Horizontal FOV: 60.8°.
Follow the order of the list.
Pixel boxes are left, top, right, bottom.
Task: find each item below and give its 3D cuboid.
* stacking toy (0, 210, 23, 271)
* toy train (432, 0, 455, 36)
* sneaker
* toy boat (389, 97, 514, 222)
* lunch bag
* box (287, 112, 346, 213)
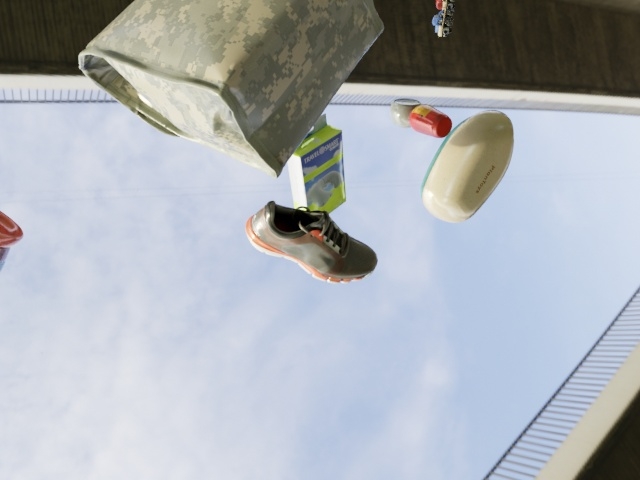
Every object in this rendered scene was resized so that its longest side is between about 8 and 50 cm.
[{"bbox_3d":[-0.672,-0.011,0.893,0.279,0.309,0.130,34,-87,-12],"label":"stacking toy"},{"bbox_3d":[0.224,-0.431,0.974,0.036,0.027,0.158,8,-110,9],"label":"toy train"},{"bbox_3d":[0.000,0.000,0.593,0.158,0.065,0.061,17,-127,-20],"label":"sneaker"},{"bbox_3d":[0.277,-0.198,1.170,0.318,0.148,0.267,32,-85,-42],"label":"toy boat"},{"bbox_3d":[-0.116,-0.237,0.637,0.235,0.287,0.169,-57,-30,-13],"label":"lunch bag"},{"bbox_3d":[-0.005,-0.121,0.971,0.109,0.042,0.178,-38,-40,-30],"label":"box"}]
